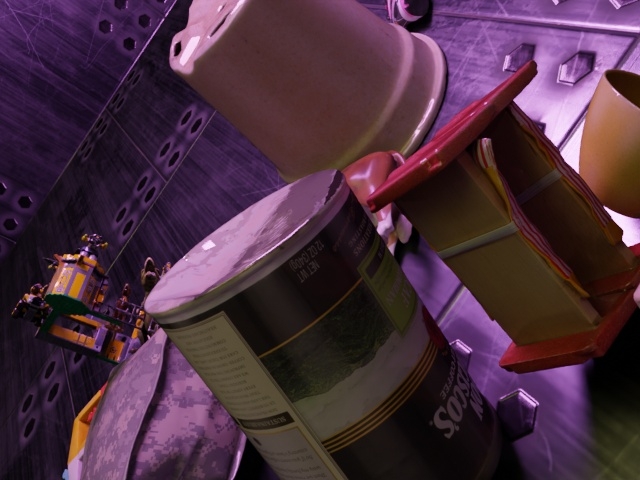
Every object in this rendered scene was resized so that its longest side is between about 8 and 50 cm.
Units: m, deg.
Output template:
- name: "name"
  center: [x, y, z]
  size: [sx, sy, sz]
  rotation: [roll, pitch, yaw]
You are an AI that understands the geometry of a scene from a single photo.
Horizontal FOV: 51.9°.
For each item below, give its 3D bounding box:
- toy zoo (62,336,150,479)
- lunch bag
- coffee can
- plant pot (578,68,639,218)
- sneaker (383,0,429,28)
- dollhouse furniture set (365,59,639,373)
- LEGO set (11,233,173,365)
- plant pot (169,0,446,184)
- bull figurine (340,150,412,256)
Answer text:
- name: "toy zoo"
  center: [-0.372, 0.330, 1.170]
  size: [0.293, 0.030, 0.192]
  rotation: [-47, 34, 15]
- name: "lunch bag"
  center: [-0.212, 0.284, 0.858]
  size: [0.235, 0.168, 0.287]
  rotation: [-38, 32, 44]
- name: "coffee can"
  center: [0.007, 0.106, 0.587]
  size: [0.201, 0.275, 0.201]
  rotation: [-31, 16, 10]
- name: "plant pot"
  center: [0.287, -0.077, 0.586]
  size: [0.134, 0.134, 0.095]
  rotation: [-104, 30, -48]
- name: "sneaker"
  center: [0.137, -0.423, 1.107]
  size: [0.077, 0.072, 0.178]
  rotation: [-34, 33, 48]
- name: "dollhouse furniture set"
  center: [0.222, -0.048, 0.443]
  size: [0.152, 0.201, 0.374]
  rotation: [-43, 6, -31]
- name: "LEGO set"
  center: [-0.277, 0.082, 1.028]
  size: [0.255, 0.331, 0.192]
  rotation: [132, 154, -52]
- name: "plant pot"
  center: [-0.038, -0.260, 0.978]
  size: [0.333, 0.305, 0.334]
  rotation: [-33, 40, 32]
- name: "bull figurine"
  center: [0.000, 0.000, 0.903]
  size: [0.310, 0.101, 0.189]
  rotation: [-38, 41, 30]
